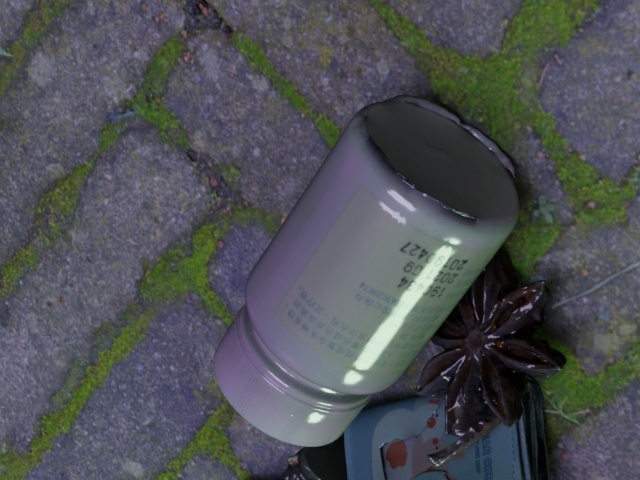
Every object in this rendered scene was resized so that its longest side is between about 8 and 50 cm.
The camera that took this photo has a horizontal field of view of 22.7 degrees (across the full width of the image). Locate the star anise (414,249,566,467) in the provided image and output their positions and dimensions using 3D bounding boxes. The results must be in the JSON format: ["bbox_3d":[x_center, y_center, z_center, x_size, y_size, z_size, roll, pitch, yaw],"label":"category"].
[{"bbox_3d":[0.186,0.132,1.800,0.230,0.081,0.262,14,91,44],"label":"star anise"}]

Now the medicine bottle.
[{"bbox_3d":[0.043,0.042,1.793,0.213,0.213,0.378,42,121,12],"label":"medicine bottle"}]

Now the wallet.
[{"bbox_3d":[0.147,0.262,1.883,0.250,0.075,0.176,-16,69,34],"label":"wallet"}]

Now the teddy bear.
[{"bbox_3d":[-0.024,0.364,2.014,0.171,0.144,0.251,42,128,-6],"label":"teddy bear"}]
